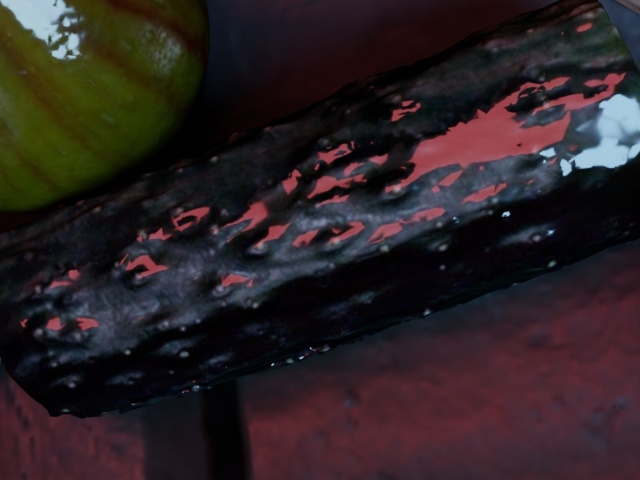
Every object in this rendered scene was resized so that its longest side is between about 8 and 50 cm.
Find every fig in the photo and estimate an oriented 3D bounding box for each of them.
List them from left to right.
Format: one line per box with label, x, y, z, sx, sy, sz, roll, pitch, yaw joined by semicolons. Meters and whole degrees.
fig;-0.119;-0.091;0.486;0.124;0.236;0.124;-9;67;23

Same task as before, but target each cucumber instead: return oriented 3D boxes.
cucumber;0.001;0.003;0.501;0.211;0.078;0.062;-23;28;8

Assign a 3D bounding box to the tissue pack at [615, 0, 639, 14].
tissue pack;0.190;-0.208;0.507;0.170;0.071;0.325;35;88;20
